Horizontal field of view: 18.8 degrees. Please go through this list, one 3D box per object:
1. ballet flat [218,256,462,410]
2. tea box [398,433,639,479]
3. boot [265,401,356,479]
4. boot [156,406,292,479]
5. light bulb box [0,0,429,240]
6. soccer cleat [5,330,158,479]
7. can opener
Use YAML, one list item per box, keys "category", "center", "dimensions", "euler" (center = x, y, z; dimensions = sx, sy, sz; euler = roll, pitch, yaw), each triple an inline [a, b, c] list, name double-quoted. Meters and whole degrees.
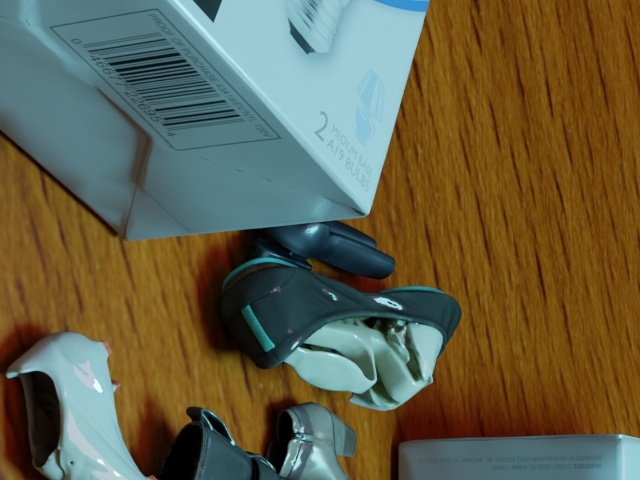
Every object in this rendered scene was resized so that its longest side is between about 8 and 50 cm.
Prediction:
- category: "ballet flat"
  center: [0.027, 0.084, 1.520]
  dimensions: [0.280, 0.095, 0.096]
  euler: [11, 45, -49]
- category: "tea box"
  center: [0.238, 0.340, 1.689]
  dimensions: [0.329, 0.220, 0.323]
  euler: [13, 75, -55]
- category: "boot"
  center: [-0.009, 0.186, 1.511]
  dimensions: [0.087, 0.042, 0.118]
  euler: [16, 71, -47]
- category: "boot"
  center: [-0.055, 0.270, 1.401]
  dimensions: [0.229, 0.091, 0.263]
  euler: [23, 71, -43]
- category: "light bulb box"
  center: [-0.099, -0.247, 1.266]
  dimensions: [0.358, 0.225, 0.361]
  euler: [45, 51, -43]
- category: "soccer cleat"
  center: [-0.150, 0.156, 1.275]
  dimensions: [0.076, 0.068, 0.196]
  euler: [-25, 95, -46]
- category: "can opener"
  center: [0.000, 0.000, 1.543]
  dimensions: [0.059, 0.073, 0.186]
  euler: [53, 21, 24]
